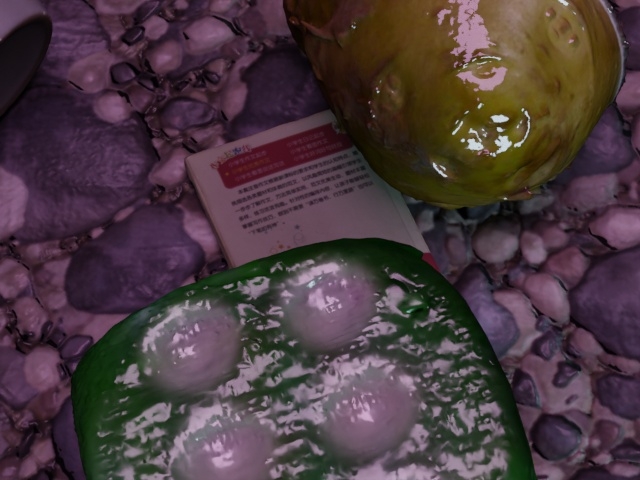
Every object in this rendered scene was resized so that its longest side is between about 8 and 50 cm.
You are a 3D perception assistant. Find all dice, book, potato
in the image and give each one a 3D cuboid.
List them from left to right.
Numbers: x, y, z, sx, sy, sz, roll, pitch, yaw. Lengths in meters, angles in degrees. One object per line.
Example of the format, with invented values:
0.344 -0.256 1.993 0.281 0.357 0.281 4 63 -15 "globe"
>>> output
-0.005 0.192 1.309 0.287 0.300 0.297 -14 64 -6 "dice"
0.000 0.000 1.563 0.162 0.022 0.232 -19 63 -14 "book"
0.084 -0.150 1.515 0.300 0.246 0.196 31 52 10 "potato"

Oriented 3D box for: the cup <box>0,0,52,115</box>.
-0.340 -0.224 1.612 0.234 0.186 0.258 36 40 8 "cup"
